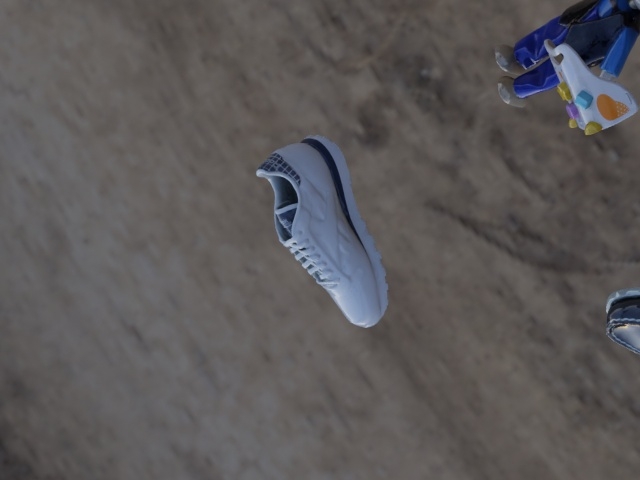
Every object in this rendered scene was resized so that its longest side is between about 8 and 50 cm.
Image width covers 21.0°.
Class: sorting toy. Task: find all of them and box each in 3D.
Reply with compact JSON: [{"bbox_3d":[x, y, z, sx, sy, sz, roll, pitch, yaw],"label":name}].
[{"bbox_3d":[0.205,-0.128,1.370,0.075,0.045,0.083,55,179,-15],"label":"sorting toy"}]

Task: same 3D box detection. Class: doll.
[{"bbox_3d":[0.241,-0.182,1.542,0.189,0.046,0.129,-30,48,39],"label":"doll"}]

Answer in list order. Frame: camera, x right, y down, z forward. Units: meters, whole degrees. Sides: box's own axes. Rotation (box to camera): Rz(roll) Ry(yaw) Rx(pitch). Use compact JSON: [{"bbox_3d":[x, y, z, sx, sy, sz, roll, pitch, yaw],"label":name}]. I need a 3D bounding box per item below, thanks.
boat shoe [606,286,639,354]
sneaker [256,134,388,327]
[{"bbox_3d":[0.339,0.100,1.415,0.227,0.069,0.081,16,153,14],"label":"boat shoe"},{"bbox_3d":[0.000,0.000,1.977,0.090,0.095,0.235,-10,106,52],"label":"sneaker"}]
